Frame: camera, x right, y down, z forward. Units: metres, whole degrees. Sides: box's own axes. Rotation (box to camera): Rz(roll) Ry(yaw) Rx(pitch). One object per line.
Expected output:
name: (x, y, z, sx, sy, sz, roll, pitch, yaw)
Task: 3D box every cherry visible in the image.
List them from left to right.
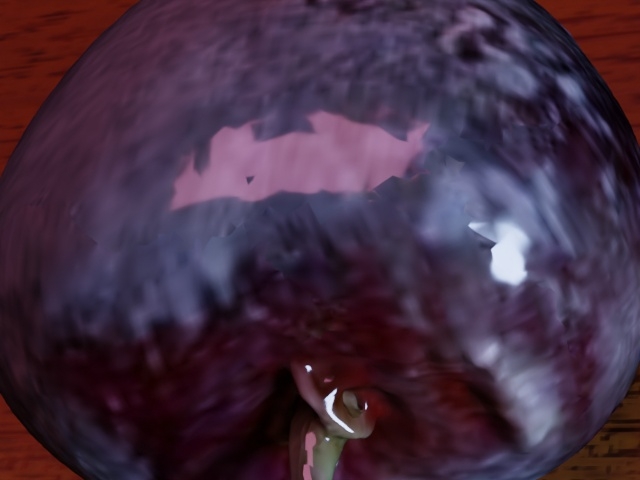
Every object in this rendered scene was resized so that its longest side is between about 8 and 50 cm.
cherry: (0.000, 0.000, 0.645, 0.255, 0.218, 0.296, -19, 33, 15)
